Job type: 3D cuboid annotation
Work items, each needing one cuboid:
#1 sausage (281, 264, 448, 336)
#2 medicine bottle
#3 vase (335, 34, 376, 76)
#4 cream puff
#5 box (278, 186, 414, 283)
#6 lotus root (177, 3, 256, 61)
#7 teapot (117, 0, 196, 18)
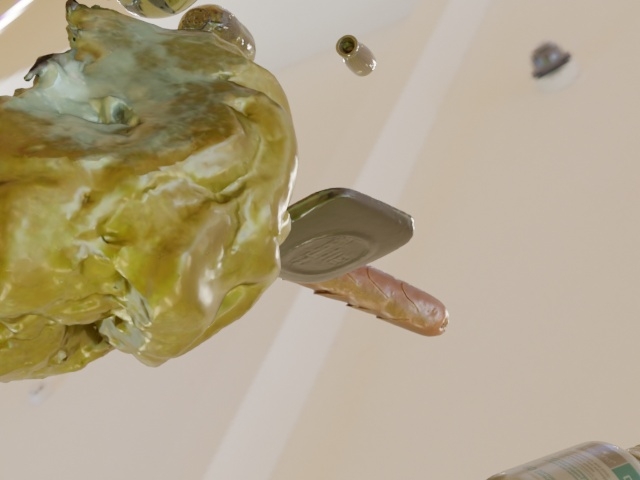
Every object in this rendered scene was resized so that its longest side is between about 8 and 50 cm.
[{"bbox_3d":[0.032,0.066,1.973,0.088,0.433,0.088,-158,-90,-81],"label":"sausage"},{"bbox_3d":[0.256,0.264,1.086,0.215,0.135,0.135,-11,-168,-31],"label":"medicine bottle"},{"bbox_3d":[0.064,-0.340,2.084,0.053,0.100,0.053,-4,-102,20],"label":"vase"},{"bbox_3d":[-0.157,-0.009,0.892,0.274,0.270,0.323,24,-137,16],"label":"cream puff"},{"bbox_3d":[0.000,0.000,1.432,0.212,0.201,0.042,-26,-117,32],"label":"box"},{"bbox_3d":[-0.148,-0.280,1.602,0.080,0.179,0.089,36,-87,21],"label":"lotus root"},{"bbox_3d":[-0.151,-0.336,1.237,0.182,0.173,0.269,-6,-164,15],"label":"teapot"}]
